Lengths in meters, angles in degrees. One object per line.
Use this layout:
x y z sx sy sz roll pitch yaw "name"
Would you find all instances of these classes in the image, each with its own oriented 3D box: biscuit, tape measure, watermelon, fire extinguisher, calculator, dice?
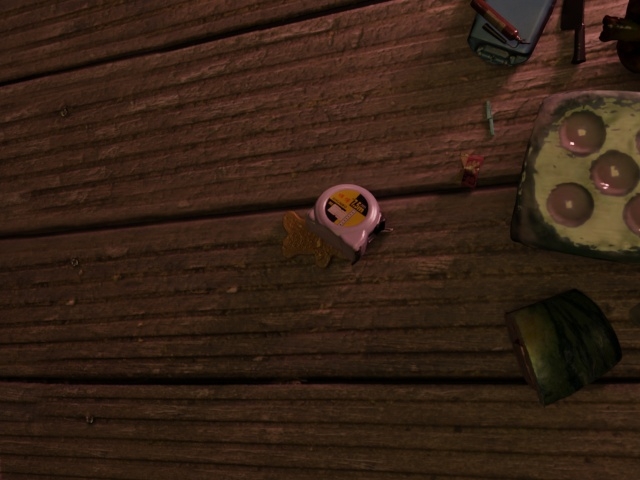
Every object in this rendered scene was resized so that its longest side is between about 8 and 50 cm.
0.000 0.000 1.772 0.235 0.030 0.153 5 93 22 "biscuit"
0.072 -0.052 1.685 0.178 0.105 0.196 -41 64 -18 "tape measure"
0.543 0.244 1.509 0.262 0.201 0.212 -16 80 -22 "watermelon"
0.419 -0.511 1.543 0.049 0.035 0.173 -45 71 13 "fire extinguisher"
0.473 -0.567 1.567 0.173 0.051 0.292 27 100 22 "calculator"
0.600 -0.124 1.365 0.348 0.328 0.330 8 93 22 "dice"

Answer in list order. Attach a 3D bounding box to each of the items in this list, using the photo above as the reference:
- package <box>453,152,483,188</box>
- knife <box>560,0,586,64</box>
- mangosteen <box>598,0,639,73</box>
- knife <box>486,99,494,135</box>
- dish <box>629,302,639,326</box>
0.369 -0.174 1.622 0.059 0.029 0.083 15 106 14 "package"
0.598 -0.529 1.534 0.060 0.028 0.230 1 89 35 "knife"
0.758 -0.453 1.317 0.297 0.293 0.296 -10 77 49 "mangosteen"
0.420 -0.304 1.613 0.014 0.005 0.091 -7 87 20 "knife"
0.760 0.147 1.455 0.137 0.039 0.091 -41 76 16 "dish"
